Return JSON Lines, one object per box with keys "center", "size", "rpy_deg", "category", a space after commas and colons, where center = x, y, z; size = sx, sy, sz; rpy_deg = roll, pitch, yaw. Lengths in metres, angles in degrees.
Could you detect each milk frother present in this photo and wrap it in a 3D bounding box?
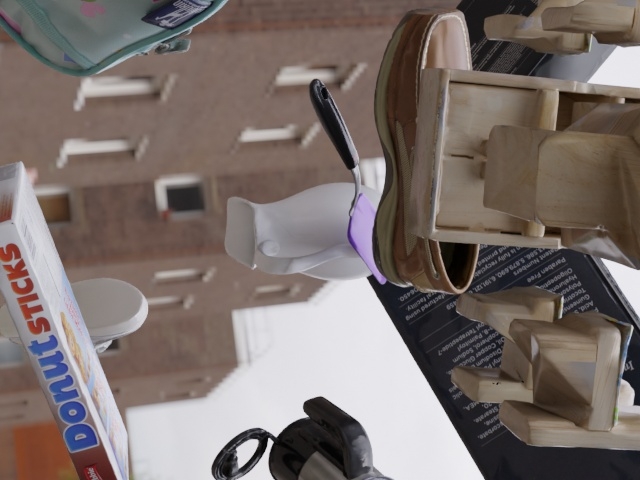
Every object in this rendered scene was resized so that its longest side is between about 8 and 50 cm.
{"center": [-0.016, 0.242, 1.396], "size": [0.135, 0.143, 0.129], "rpy_deg": [33, -32, 52], "category": "milk frother"}

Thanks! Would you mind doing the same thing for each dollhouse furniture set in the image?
{"center": [0.246, -0.051, 1.125], "size": [0.394, 0.256, 0.362], "rpy_deg": [-150, -116, -78], "category": "dollhouse furniture set"}

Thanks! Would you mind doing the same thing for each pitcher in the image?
{"center": [0.000, 0.000, 1.740], "size": [0.178, 0.207, 0.125], "rpy_deg": [-127, -141, -60], "category": "pitcher"}

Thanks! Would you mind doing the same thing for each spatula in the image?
{"center": [0.036, -0.073, 1.599], "size": [0.296, 0.030, 0.084], "rpy_deg": [70, 28, -44], "category": "spatula"}

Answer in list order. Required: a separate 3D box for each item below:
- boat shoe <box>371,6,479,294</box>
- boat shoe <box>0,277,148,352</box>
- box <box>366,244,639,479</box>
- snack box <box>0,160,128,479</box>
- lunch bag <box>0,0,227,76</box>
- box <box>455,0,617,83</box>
{"center": [0.138, -0.091, 1.518], "size": [0.120, 0.122, 0.324], "rpy_deg": [24, -57, 44], "category": "boat shoe"}
{"center": [-0.242, 0.086, 1.389], "size": [0.063, 0.184, 0.066], "rpy_deg": [56, 34, -39], "category": "boat shoe"}
{"center": [0.343, 0.203, 2.011], "size": [0.472, 0.297, 0.480], "rpy_deg": [59, 7, 22], "category": "box"}
{"center": [-0.130, 0.052, 0.692], "size": [0.064, 0.022, 0.178], "rpy_deg": [-108, -178, -60], "category": "snack box"}
{"center": [-0.166, -0.231, 0.839], "size": [0.224, 0.279, 0.108], "rpy_deg": [-19, -149, 42], "category": "lunch bag"}
{"center": [0.284, -0.286, 1.755], "size": [0.261, 0.103, 0.184], "rpy_deg": [-51, -134, 14], "category": "box"}
